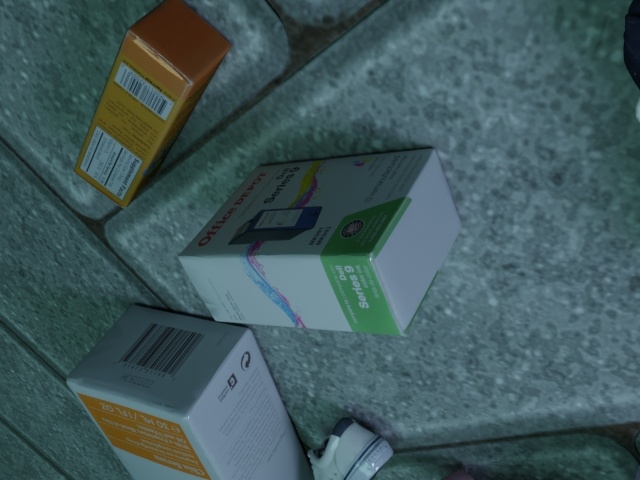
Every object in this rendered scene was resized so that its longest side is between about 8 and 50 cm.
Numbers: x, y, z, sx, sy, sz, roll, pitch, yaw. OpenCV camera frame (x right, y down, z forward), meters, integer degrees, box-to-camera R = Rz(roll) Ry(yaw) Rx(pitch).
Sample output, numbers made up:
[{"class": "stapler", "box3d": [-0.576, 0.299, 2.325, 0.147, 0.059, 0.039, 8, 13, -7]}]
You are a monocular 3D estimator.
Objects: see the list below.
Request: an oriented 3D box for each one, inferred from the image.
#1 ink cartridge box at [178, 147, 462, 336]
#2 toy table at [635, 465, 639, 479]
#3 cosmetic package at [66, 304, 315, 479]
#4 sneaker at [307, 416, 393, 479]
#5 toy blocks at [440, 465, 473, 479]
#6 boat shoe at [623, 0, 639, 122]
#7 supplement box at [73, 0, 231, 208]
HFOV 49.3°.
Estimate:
[{"class": "ink cartridge box", "box3d": [0.000, 0.000, 0.647, 0.212, 0.154, 0.093, -2, 127, 36]}, {"class": "toy table", "box3d": [0.398, 0.366, 0.674, 0.160, 0.252, 0.275, 1, 108, 37]}, {"class": "cosmetic package", "box3d": [-0.168, 0.327, 1.073, 0.230, 0.161, 0.453, 6, 132, 30]}, {"class": "sneaker", "box3d": [0.026, 0.332, 1.014, 0.091, 0.094, 0.258, 44, 138, 18]}, {"class": "toy blocks", "box3d": [0.268, 0.460, 0.838, 0.260, 0.309, 0.289, -21, 114, -2]}, {"class": "boat shoe", "box3d": [0.268, -0.071, 0.436, 0.158, 0.127, 0.341, 19, 129, 28]}, {"class": "supplement box", "box3d": [-0.178, -0.130, 0.706, 0.080, 0.078, 0.233, 39, 140, -9]}]
